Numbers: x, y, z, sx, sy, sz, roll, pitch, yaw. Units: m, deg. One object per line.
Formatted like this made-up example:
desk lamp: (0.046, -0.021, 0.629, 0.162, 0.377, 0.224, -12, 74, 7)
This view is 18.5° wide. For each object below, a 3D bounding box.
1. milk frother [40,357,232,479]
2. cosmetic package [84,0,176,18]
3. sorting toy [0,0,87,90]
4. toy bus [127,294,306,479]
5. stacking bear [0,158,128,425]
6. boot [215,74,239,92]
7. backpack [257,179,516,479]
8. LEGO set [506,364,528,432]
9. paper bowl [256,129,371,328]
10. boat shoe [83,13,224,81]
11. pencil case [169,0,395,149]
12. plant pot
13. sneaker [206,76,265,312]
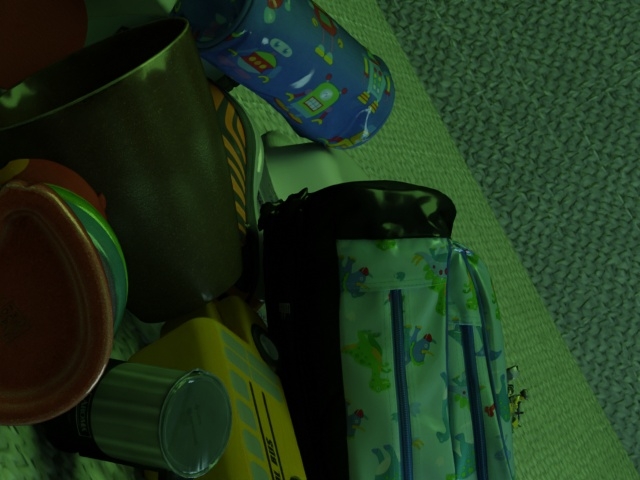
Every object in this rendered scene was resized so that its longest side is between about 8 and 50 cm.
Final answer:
milk frother: (-0.124, 0.145, 1.567, 0.143, 0.134, 0.129, -30, 118, -45)
cosmetic package: (-0.311, -0.404, 1.802, 0.453, 0.230, 0.161, 47, 60, -41)
sorting toy: (-0.367, -0.289, 1.790, 0.365, 0.127, 0.126, 47, -9, -34)
toy bus: (-0.088, 0.186, 1.718, 0.130, 0.108, 0.333, 41, 24, -44)
stacking bear: (-0.226, 0.018, 1.519, 0.164, 0.175, 0.289, 53, 9, -14)
boot: (-0.205, -0.329, 2.316, 0.338, 0.118, 0.223, 49, 13, -49)
backpack: (0.062, 0.141, 1.878, 0.290, 0.273, 0.356, 157, -60, -72)
LEGO set: (0.161, 0.260, 2.166, 0.255, 0.192, 0.331, 67, 15, 0)
paper bowl: (0.000, 0.000, 2.278, 0.284, 0.148, 0.284, 52, 16, -22)
boat shoe: (-0.209, -0.246, 2.146, 0.306, 0.113, 0.105, 9, 44, -51)
pencil case: (-0.043, -0.203, 2.144, 0.306, 0.133, 0.119, 32, 21, -50)
plant pot: (-0.167, -0.050, 1.768, 0.215, 0.215, 0.230, -79, 146, -68)
sneaker: (-0.143, -0.080, 2.010, 0.180, 0.124, 0.321, 42, 23, -51)
